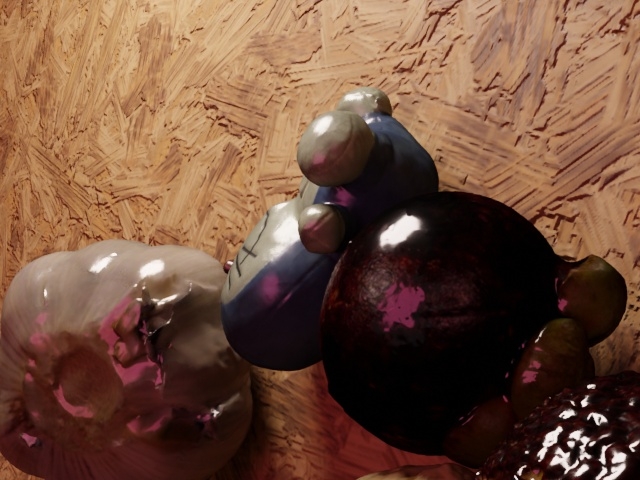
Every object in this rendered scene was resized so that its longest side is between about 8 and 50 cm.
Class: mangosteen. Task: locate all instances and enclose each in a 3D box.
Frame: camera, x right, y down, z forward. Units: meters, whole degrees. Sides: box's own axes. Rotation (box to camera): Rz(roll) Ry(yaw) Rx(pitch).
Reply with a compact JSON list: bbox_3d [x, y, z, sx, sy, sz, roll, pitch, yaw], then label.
[{"bbox_3d":[0.098,0.065,0.563,0.210,0.210,0.209,-15,70,45],"label":"mangosteen"}]

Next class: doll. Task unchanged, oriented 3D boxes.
[{"bbox_3d":[0.000,0.000,0.714,0.258,0.154,0.228,-47,7,21],"label":"doll"}]

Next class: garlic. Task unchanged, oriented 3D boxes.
[{"bbox_3d":[-0.215,0.145,0.847,0.322,0.241,0.322,-14,64,31],"label":"garlic"}]

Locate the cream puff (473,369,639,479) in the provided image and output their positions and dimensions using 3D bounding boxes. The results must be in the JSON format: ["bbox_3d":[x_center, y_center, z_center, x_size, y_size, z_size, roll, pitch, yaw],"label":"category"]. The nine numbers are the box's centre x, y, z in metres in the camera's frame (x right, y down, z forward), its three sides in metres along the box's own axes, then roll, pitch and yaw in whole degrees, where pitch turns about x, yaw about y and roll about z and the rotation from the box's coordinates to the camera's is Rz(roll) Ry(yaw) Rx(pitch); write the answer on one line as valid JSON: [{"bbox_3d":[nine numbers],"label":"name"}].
[{"bbox_3d":[0.172,0.190,0.421,0.165,0.239,0.239,-20,65,61],"label":"cream puff"}]

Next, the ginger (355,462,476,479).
[{"bbox_3d":[0.068,0.315,0.556,0.126,0.190,0.354,-73,-3,-70],"label":"ginger"}]
